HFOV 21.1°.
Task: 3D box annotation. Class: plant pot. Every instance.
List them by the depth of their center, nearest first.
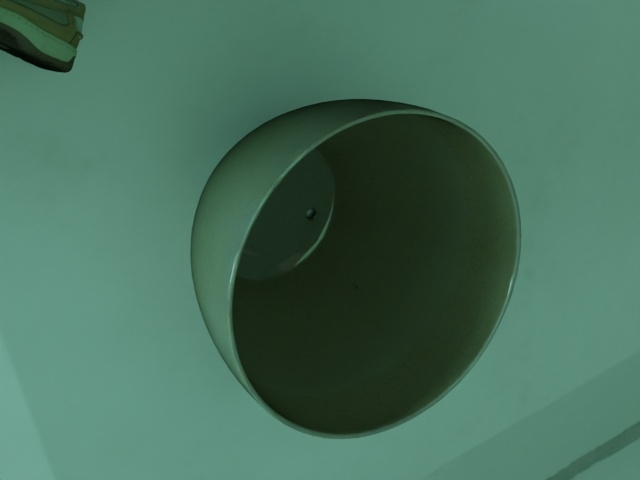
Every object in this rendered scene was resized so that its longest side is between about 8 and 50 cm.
[{"bbox_3d":[0.000,0.000,1.458,0.284,0.191,0.284,-14,117,-29],"label":"plant pot"}]

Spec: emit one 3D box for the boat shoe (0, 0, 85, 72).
[{"bbox_3d":[-0.256,-0.193,1.296,0.190,0.068,0.072,26,82,-48],"label":"boat shoe"}]
